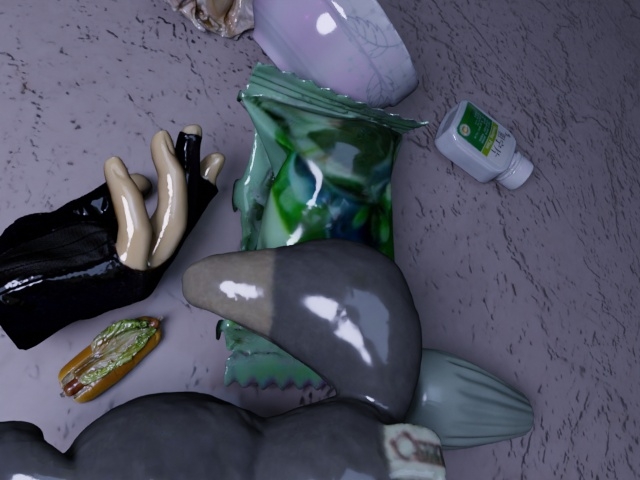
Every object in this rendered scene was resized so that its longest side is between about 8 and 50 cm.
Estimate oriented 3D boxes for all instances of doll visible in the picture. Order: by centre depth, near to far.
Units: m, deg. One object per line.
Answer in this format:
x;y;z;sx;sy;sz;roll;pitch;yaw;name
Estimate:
-0.089;0.183;0.478;0.381;0.252;0.379;9;47;-2;doll

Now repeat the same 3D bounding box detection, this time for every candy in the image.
0.003;0.000;0.647;0.262;0.172;0.399;6;81;-19;candy

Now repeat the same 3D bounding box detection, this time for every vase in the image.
0.198;0.228;0.671;0.247;0.128;0.128;19;63;-29;vase

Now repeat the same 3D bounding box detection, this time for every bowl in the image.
0.002;-0.291;0.719;0.143;0.287;0.287;-40;90;10;bowl

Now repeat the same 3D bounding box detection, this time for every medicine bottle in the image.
0.309;-0.173;0.906;0.183;0.069;0.119;35;58;-11;medicine bottle

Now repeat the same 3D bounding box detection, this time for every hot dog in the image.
-0.236;0.129;0.548;0.133;0.041;0.056;-40;91;-31;hot dog

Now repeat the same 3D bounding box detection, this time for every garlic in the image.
-0.170;-0.429;0.748;0.229;0.178;0.143;-5;40;-45;garlic

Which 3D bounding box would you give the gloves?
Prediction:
-0.230;-0.017;0.546;0.301;0.197;0.152;-48;130;-15;gloves
